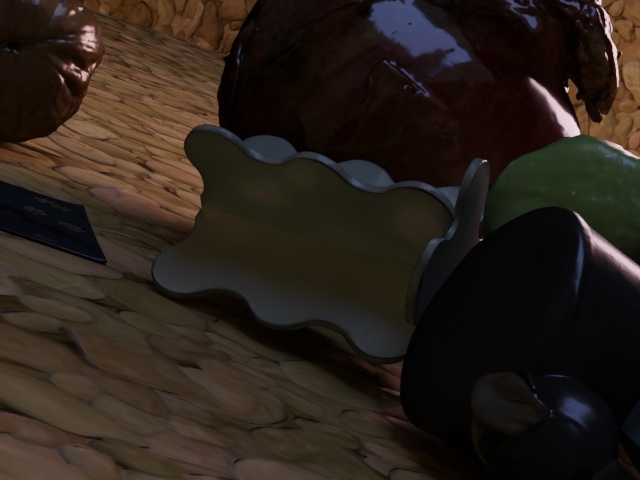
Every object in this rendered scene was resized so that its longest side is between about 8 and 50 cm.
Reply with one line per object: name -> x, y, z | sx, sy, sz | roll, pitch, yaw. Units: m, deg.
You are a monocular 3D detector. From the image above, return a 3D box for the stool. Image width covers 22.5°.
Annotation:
stool -> 0.135, 0.092, 0.944 | 0.139, 0.153, 0.228 | 36, 46, -19

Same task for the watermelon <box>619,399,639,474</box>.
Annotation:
watermelon -> 0.315, 0.105, 1.028 | 0.154, 0.241, 0.094 | 30, -33, 55

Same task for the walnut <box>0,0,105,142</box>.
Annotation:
walnut -> -0.268, -0.164, 1.415 | 0.155, 0.155, 0.184 | 20, 1, -14

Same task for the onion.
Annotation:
onion -> 0.063, -0.078, 1.328 | 0.354, 0.353, 0.353 | 22, 8, -3

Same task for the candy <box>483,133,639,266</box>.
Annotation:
candy -> 0.229, 0.043, 1.180 | 0.142, 0.132, 0.343 | 59, 7, 32

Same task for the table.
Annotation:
table -> 0.000, 0.000, 1.102 | 0.198, 0.166, 0.166 | 17, 6, 19

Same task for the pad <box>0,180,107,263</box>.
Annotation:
pad -> -0.275, -0.043, 1.141 | 0.245, 0.006, 0.170 | 19, 8, -17
